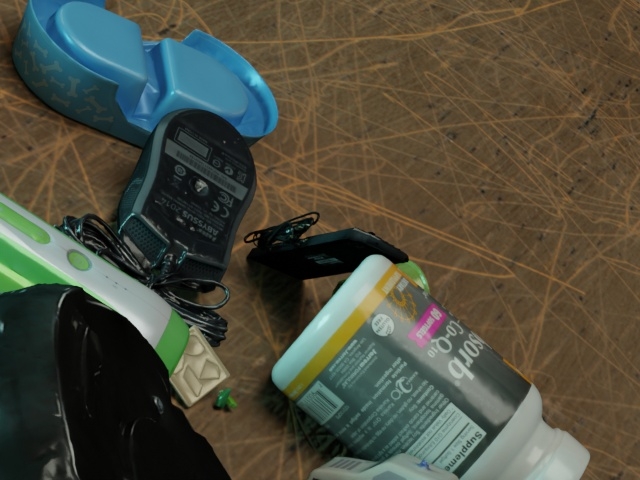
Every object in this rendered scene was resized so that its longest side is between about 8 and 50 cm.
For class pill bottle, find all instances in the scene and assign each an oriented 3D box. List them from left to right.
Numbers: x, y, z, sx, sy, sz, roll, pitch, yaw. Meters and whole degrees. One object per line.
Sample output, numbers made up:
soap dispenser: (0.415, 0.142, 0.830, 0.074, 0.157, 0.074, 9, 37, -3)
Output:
pill bottle: (0.104, 0.157, 1.690, 0.278, 0.162, 0.162, 40, 30, 1)

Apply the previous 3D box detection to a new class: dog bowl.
dog bowl: (-0.186, -0.168, 1.888, 0.297, 0.074, 0.166, 21, 35, -29)

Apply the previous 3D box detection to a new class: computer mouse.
computer mouse: (-0.148, -0.021, 1.749, 0.188, 0.072, 0.272, 35, 42, -13)

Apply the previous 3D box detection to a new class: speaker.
speaker: (-0.258, 0.037, 1.476, 0.296, 0.131, 0.131, 34, 30, -11)

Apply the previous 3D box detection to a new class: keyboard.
keyboard: (0.000, 0.000, 1.773, 0.100, 0.192, 0.038, 24, 70, -30)

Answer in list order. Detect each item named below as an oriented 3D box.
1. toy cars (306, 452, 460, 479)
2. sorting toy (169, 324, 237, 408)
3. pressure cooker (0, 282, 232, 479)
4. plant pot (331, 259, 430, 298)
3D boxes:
toy cars: (0.134, 0.253, 1.501, 0.176, 0.087, 0.394, 15, 9, -35)
sorting toy: (-0.110, 0.124, 1.630, 0.062, 0.012, 0.083, -37, 94, -41)
pressure cooker: (-0.236, 0.261, 0.936, 0.370, 0.420, 0.375, -105, 170, -53)
plant pot: (0.057, 0.063, 1.859, 0.079, 0.083, 0.083, -4, 50, -35)
